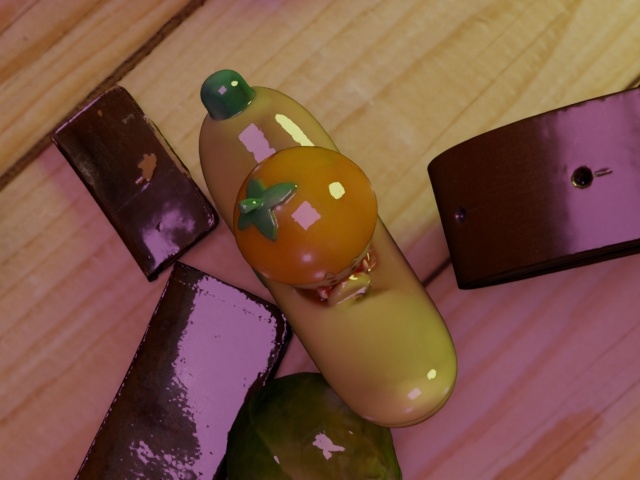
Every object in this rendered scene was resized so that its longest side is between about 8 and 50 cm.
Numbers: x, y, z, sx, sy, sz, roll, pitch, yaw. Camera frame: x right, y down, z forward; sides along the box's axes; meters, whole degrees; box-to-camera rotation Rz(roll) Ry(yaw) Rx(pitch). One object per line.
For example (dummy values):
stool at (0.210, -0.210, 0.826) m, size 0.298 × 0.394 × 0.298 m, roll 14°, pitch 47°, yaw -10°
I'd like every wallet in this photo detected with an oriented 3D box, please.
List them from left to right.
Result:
wallet at (-0.177, -0.058, 0.811) m, size 0.095 × 0.026 × 0.176 m, roll -38°, pitch 79°, yaw 4°
wallet at (-0.126, 0.160, 0.771) m, size 0.137 × 0.031 × 0.255 m, roll 25°, pitch 85°, yaw 7°

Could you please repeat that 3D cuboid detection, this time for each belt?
belt at (0.262, -0.054, 0.677) m, size 0.338 × 0.217 × 0.122 m, roll -13°, pitch 81°, yaw 1°

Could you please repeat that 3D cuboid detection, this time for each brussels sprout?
brussels sprout at (-0.004, 0.183, 0.716) m, size 0.155 × 0.117 × 0.155 m, roll 1°, pitch 103°, yaw 4°

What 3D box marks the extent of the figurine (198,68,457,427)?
figurine at (0.000, 0.000, 0.670) m, size 0.124 × 0.222 × 0.325 m, roll -30°, pitch 58°, yaw -3°
